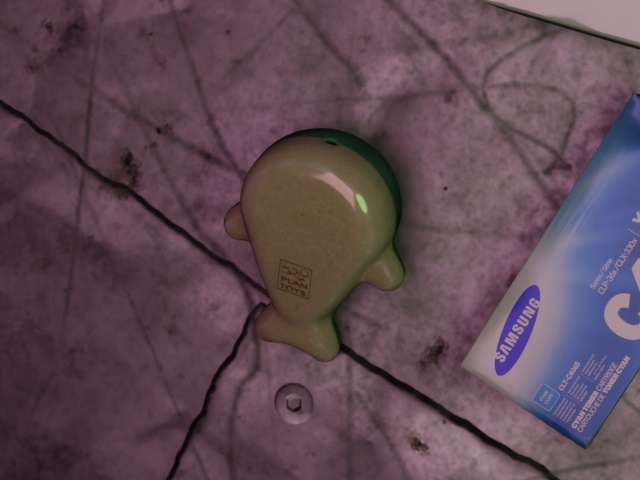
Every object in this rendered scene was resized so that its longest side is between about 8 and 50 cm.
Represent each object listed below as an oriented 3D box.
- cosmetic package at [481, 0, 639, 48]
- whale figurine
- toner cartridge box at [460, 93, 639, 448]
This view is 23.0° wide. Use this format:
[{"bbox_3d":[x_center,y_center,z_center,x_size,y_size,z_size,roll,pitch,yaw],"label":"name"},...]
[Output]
[{"bbox_3d":[0.370,-0.290,1.591,0.385,0.156,0.217,21,99,15],"label":"cosmetic package"},{"bbox_3d":[0.000,0.000,1.752,0.216,0.141,0.272,17,123,15],"label":"whale figurine"},{"bbox_3d":[0.312,0.032,1.672,0.165,0.075,0.348,33,103,13],"label":"toner cartridge box"}]
